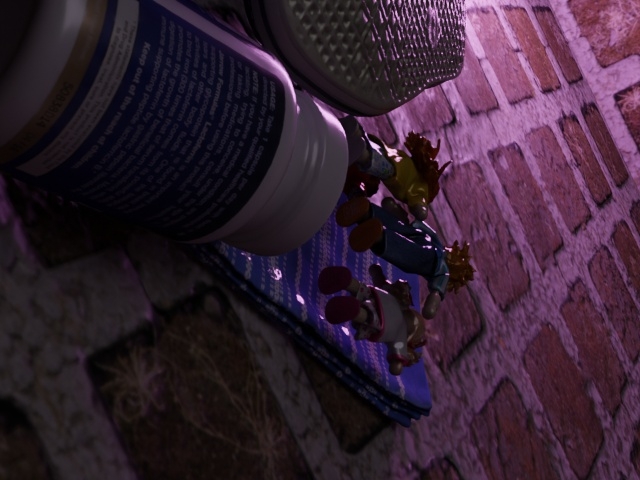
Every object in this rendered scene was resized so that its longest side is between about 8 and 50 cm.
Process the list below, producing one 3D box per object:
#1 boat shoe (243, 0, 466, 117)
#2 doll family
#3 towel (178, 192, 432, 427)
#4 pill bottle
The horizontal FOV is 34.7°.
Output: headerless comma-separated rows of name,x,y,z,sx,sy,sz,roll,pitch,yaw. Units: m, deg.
boat shoe,0.025,-0.223,1.034,0.500,0.156,0.186,-24,117,-68
doll family,0.072,-0.016,0.933,0.163,0.118,0.263,25,43,-51
towel,0.000,0.000,0.954,0.336,0.040,0.243,43,34,-36
pill bottle,-0.110,-0.085,0.683,0.265,0.153,0.153,25,47,-44
